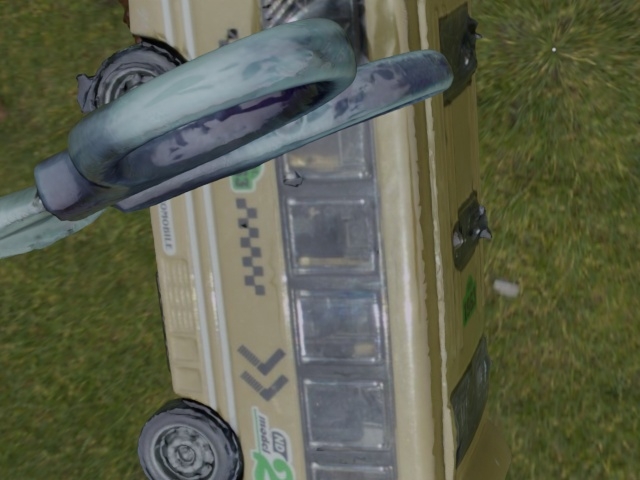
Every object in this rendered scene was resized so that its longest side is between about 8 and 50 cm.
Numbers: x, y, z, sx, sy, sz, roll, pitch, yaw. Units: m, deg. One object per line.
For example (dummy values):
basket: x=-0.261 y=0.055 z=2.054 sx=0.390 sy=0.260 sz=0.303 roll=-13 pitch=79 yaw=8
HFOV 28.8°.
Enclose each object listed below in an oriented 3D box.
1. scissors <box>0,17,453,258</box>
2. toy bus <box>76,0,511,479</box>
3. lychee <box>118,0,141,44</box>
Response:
scissors: x=-0.138 y=-0.003 z=0.506 sx=0.383 sy=0.256 sz=0.029 roll=-20 pitch=90 yaw=15
toy bus: x=0.000 y=0.000 z=0.729 sx=0.202 sy=0.177 sz=0.365 roll=1 pitch=109 yaw=18
lychee: x=-0.024 y=-0.222 z=0.996 sx=0.275 sy=0.304 sz=0.276 roll=1 pitch=95 yaw=13
